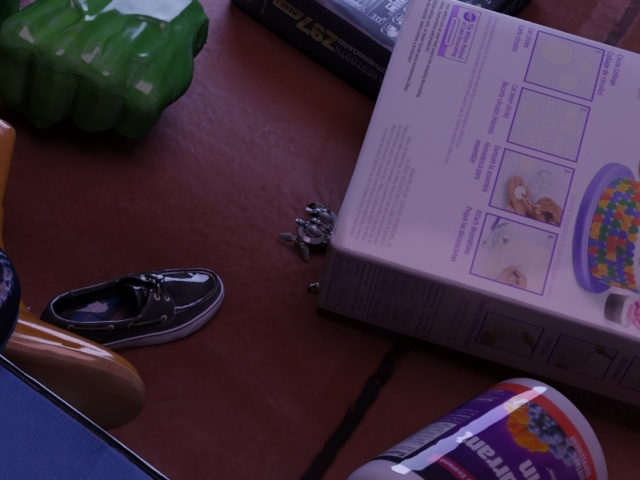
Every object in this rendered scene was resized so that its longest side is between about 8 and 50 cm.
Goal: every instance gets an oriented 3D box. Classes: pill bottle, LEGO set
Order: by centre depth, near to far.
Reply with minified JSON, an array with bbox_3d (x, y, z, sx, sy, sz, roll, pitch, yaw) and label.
[{"bbox_3d":[0.079,0.170,1.075,0.193,0.108,0.108,-27,64,-36],"label":"pill bottle"},{"bbox_3d":[0.003,0.001,1.252,0.054,0.023,0.083,-13,56,-29],"label":"LEGO set"}]

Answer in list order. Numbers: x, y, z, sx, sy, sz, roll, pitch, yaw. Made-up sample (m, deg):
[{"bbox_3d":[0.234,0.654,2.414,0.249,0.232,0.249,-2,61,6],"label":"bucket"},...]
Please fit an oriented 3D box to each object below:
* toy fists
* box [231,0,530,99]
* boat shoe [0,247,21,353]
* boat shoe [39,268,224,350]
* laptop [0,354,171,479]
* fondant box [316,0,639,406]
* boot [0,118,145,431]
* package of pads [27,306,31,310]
[{"bbox_3d":[-0.225,-0.164,1.268,0.279,0.096,0.142,28,37,7],"label":"toy fists"},{"bbox_3d":[0.065,-0.223,1.446,0.183,0.059,0.233,35,49,11],"label":"box"},{"bbox_3d":[-0.252,0.068,0.817,0.258,0.089,0.109,-35,65,-27],"label":"boat shoe"},{"bbox_3d":[-0.123,0.044,1.157,0.142,0.040,0.049,-18,59,-32],"label":"boat shoe"},{"bbox_3d":[-0.343,0.180,0.791,0.382,0.236,0.408,33,29,17],"label":"laptop"},{"bbox_3d":[0.188,-0.021,1.229,0.330,0.096,0.238,17,58,4],"label":"fondant box"},{"bbox_3d":[-0.220,0.004,1.070,0.295,0.104,0.211,7,49,15],"label":"boot"},{"bbox_3d":[-0.215,0.074,1.103,0.050,0.032,0.083,10,48,-7],"label":"package of pads"}]
